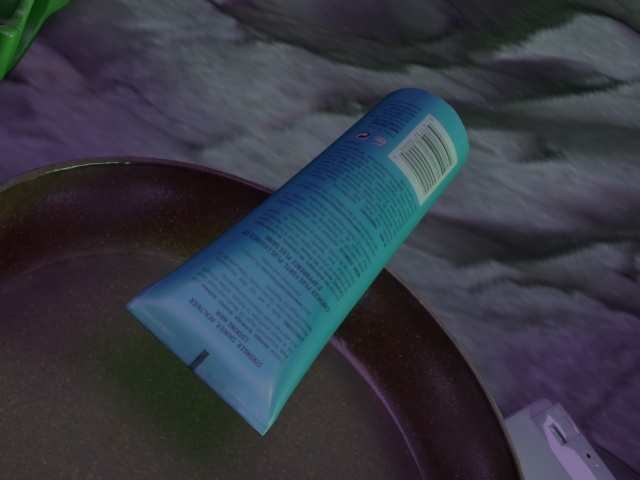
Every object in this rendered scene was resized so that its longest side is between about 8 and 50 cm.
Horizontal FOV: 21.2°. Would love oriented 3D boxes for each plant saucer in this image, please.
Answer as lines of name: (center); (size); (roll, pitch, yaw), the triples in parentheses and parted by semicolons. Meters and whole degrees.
plant saucer: (-0.047, 0.101, 0.739); (0.310, 0.050, 0.311); (20, 45, -22)

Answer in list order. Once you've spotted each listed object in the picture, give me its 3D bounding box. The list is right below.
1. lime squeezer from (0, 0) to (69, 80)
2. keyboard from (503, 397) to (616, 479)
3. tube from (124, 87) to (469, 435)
lime squeezer: (-0.181, -0.114, 0.833); (0.310, 0.059, 0.110); (-18, 37, -42)
keyboard: (0.166, 0.192, 0.847); (0.072, 0.014, 0.256); (-23, 70, -39)
tube: (0.000, 0.000, 0.791); (0.080, 0.052, 0.207); (39, 47, 6)
